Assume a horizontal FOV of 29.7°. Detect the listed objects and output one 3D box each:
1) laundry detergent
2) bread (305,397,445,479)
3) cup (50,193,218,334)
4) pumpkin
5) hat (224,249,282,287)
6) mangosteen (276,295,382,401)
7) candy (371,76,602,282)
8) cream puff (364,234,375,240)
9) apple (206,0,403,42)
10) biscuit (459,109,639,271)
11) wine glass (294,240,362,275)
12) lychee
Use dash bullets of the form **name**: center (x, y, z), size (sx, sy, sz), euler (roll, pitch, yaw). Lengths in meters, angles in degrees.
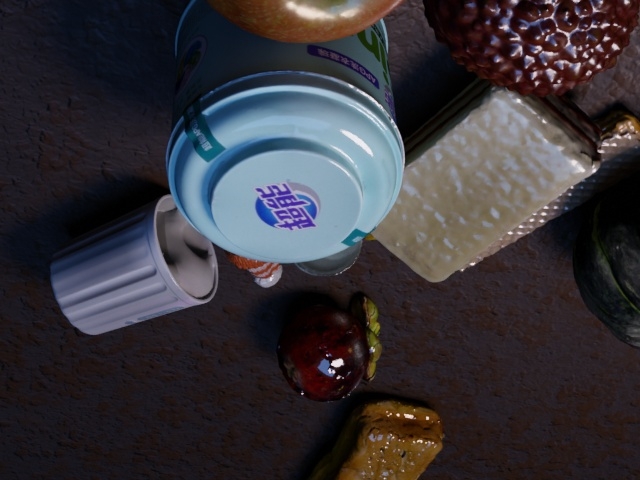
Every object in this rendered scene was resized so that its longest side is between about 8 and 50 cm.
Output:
- **laundry detergent**: center (-0.045, -0.145, 1.495), size (0.287, 0.305, 0.287), euler (-2, 135, -2)
- **bread**: center (0.089, 0.428, 2.234), size (0.185, 0.109, 0.380), euler (11, 135, -20)
- **cup**: center (-0.264, 0.058, 1.794), size (0.202, 0.167, 0.221), euler (-20, 132, 20)
- **pumpkin**: center (0.520, 0.022, 1.730), size (0.323, 0.241, 0.323), euler (-11, 157, -5)
- **hat**: center (-0.088, 0.018, 1.823), size (0.094, 0.112, 0.162), euler (12, 153, 25)
- **mangosteen**: center (0.022, 0.175, 1.944), size (0.180, 0.166, 0.166), euler (-19, 139, -19)
- **candy**: center (0.207, -0.094, 1.652), size (0.179, 0.135, 0.321), euler (44, 121, -13)
- **cream puff**: center (0.086, -0.031, 1.794), size (0.083, 0.058, 0.083), euler (27, 125, -26)
- **apple**: center (-0.020, -0.363, 1.294), size (0.319, 0.277, 0.319), euler (-3, 137, -2)
- **biscuit**: center (0.311, -0.067, 1.773), size (0.379, 0.054, 0.094), euler (-31, 129, 26)
- **wine glass**: center (0.000, 0.000, 1.710), size (0.103, 0.103, 0.231), euler (-1, 179, -2)
- **lychee**: center (0.236, -0.311, 1.385), size (0.300, 0.264, 0.264), euler (48, 129, 13)
